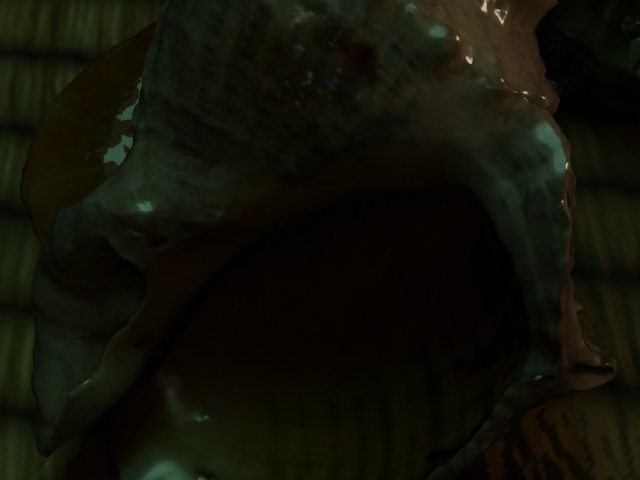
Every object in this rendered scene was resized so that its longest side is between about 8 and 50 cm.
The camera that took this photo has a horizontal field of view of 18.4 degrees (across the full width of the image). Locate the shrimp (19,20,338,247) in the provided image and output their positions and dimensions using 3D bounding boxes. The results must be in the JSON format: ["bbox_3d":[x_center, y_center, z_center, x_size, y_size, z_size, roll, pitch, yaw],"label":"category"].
[{"bbox_3d":[0.001,-0.058,0.759,0.249,0.068,0.150,-34,53,-11],"label":"shrimp"}]

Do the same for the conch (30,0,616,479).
[{"bbox_3d":[0.000,0.000,0.622,0.245,0.163,0.178,-43,48,16],"label":"conch"}]

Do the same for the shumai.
[{"bbox_3d":[0.135,-0.084,0.706,0.124,0.099,0.087,-49,50,22],"label":"shumai"}]
